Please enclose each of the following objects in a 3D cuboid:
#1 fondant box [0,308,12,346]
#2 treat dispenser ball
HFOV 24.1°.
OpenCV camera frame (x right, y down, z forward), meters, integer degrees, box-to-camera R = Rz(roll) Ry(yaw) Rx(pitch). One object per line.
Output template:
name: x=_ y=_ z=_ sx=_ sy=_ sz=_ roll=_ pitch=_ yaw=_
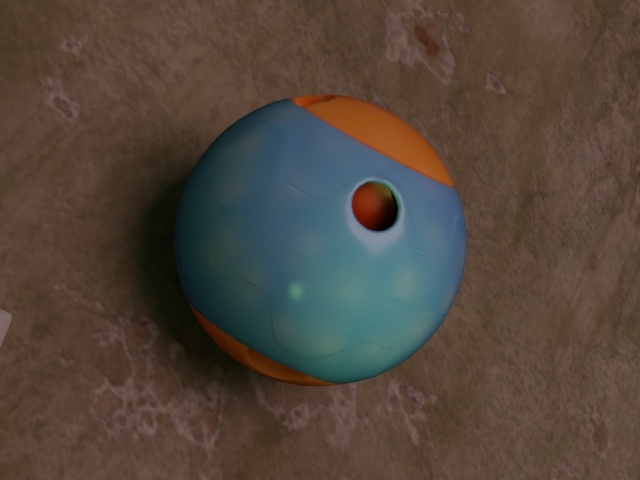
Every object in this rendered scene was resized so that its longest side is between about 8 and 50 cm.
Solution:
fondant box: x=-0.362 y=0.105 z=1.004 sx=0.238 sy=0.096 sz=0.330 roll=27 pitch=22 yaw=-11
treat dispenser ball: x=0.000 y=0.000 z=1.478 sx=0.288 sy=0.288 sz=0.288 roll=21 pitch=61 yaw=-43
